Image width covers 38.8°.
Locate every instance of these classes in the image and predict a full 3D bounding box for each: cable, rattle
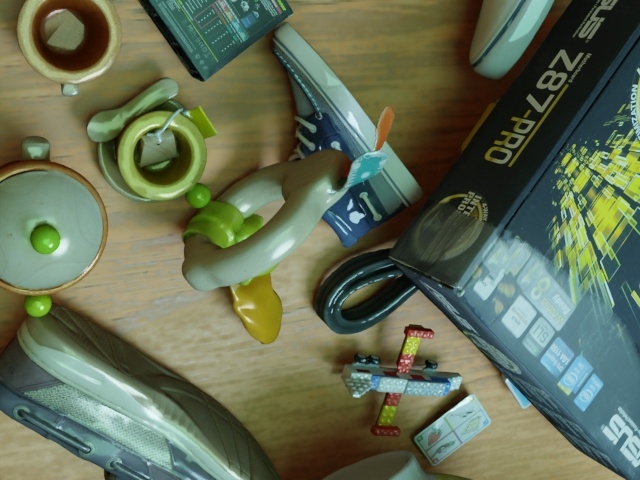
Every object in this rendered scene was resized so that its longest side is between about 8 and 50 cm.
[{"bbox_3d":[0.119,-0.014,0.847,0.287,0.072,0.139,-41,134,4],"label":"cable"},{"bbox_3d":[0.000,0.000,0.717,0.200,0.130,0.142,-28,103,12],"label":"rattle"}]

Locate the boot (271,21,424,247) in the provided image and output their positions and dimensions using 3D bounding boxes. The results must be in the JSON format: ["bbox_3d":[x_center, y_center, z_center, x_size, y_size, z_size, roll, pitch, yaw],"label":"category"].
[{"bbox_3d":[0.001,-0.082,0.754,0.086,0.069,0.190,-37,108,6],"label":"boot"}]

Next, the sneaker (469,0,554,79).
[{"bbox_3d":[0.166,-0.269,0.777,0.091,0.094,0.258,19,91,-9],"label":"sneaker"}]

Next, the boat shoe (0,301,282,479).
[{"bbox_3d":[-0.143,0.160,0.738,0.092,0.103,0.285,-44,121,6],"label":"boat shoe"}]

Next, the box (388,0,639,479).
[{"bbox_3d":[0.275,0.005,0.829,0.318,0.097,0.395,-51,128,-7],"label":"box"}]

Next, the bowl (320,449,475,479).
[{"bbox_3d":[0.058,0.276,0.779,0.290,0.289,0.156,-24,90,-17],"label":"bowl"}]

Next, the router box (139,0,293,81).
[{"bbox_3d":[-0.092,-0.198,0.696,0.092,0.038,0.122,-39,116,-10],"label":"router box"}]

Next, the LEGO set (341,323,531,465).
[{"bbox_3d":[0.129,0.138,0.861,0.244,0.060,0.182,-36,121,-4],"label":"LEGO set"}]

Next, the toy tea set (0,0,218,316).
[{"bbox_3d":[-0.209,-0.114,0.616,0.200,0.124,0.336,-39,116,-11],"label":"toy tea set"}]
